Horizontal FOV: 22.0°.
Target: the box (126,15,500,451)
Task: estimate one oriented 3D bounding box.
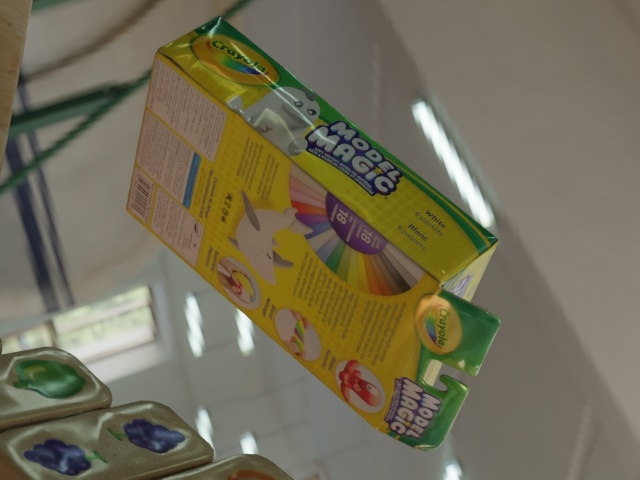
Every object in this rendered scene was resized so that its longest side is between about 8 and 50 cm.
[{"bbox_3d":[0.000,0.000,0.680,0.179,0.043,0.105,42,-37,19],"label":"box"}]

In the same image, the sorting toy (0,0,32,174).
[{"bbox_3d":[-0.230,0.002,0.452,0.089,0.257,0.255,-8,-110,49],"label":"sorting toy"}]

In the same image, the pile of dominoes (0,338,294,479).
[{"bbox_3d":[-0.078,0.057,0.352,0.251,0.196,0.040,26,-65,14],"label":"pile of dominoes"}]
